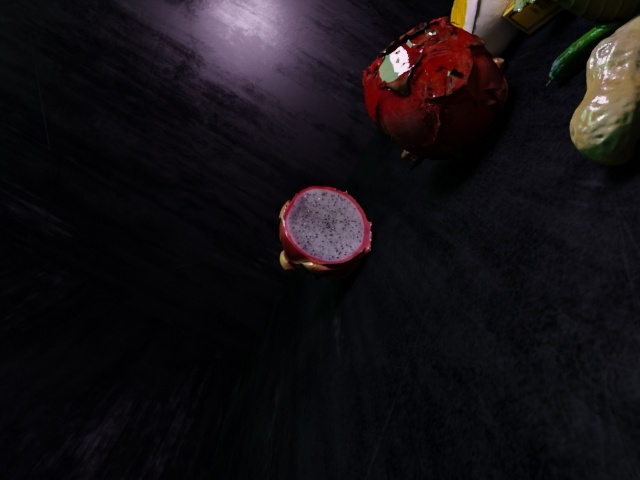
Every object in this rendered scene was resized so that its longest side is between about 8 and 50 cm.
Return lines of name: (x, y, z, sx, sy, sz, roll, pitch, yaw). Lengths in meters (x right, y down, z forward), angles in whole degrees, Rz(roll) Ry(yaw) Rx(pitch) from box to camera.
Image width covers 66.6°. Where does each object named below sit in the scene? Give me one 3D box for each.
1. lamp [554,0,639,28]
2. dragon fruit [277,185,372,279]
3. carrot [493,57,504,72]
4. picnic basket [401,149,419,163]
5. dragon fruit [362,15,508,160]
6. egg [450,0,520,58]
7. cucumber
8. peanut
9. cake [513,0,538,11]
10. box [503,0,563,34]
lamp: (0.413, -0.410, 0.596, 0.284, 0.250, 0.250, -12, 31, 21)
dragon fruit: (0.000, 0.000, 1.542, 0.225, 0.305, 0.305, 118, 177, -61)
carrot: (0.392, -0.372, 1.239, 0.216, 0.048, 0.048, -59, 7, 49)
picnic basket: (0.317, -0.327, 1.490, 0.193, 0.055, 0.110, -64, 7, -18)
dragon fruit: (0.249, -0.329, 1.070, 0.295, 0.302, 0.295, -53, 5, 7)
egg: (0.426, -0.549, 1.228, 0.264, 0.174, 0.286, -73, -10, -79)
cucumber: (0.425, -0.309, 0.791, 0.039, 0.039, 0.168, -64, 10, -25)
peanut: (0.366, -0.186, 0.580, 0.099, 0.100, 0.214, 169, 124, -80)
cake: (0.423, -0.576, 0.951, 0.235, 0.099, 0.100, -62, 8, 2)
box: (0.536, -0.624, 1.045, 0.301, 0.084, 0.193, -62, 8, -8)
